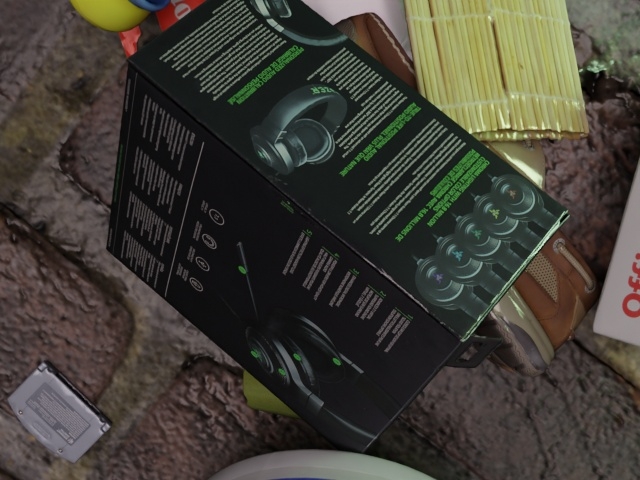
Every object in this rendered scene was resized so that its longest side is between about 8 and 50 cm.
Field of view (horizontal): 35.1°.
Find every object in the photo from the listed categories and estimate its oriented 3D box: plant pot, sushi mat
[{"bbox_3d":[-0.021,0.117,0.852,0.079,0.083,0.083,1,97,16],"label":"plant pot"},{"bbox_3d":[0.116,-0.225,0.756,0.152,0.019,0.316,-3,80,-26],"label":"sushi mat"}]

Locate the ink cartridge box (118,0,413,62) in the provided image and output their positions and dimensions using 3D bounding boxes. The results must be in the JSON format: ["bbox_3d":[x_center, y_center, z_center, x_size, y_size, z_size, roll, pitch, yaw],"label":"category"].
[{"bbox_3d":[-0.054,-0.190,0.825,0.232,0.066,0.189,-18,96,1],"label":"ink cartridge box"}]

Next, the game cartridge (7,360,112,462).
[{"bbox_3d":[-0.232,0.153,0.893,0.056,0.017,0.083,-45,92,3],"label":"game cartridge"}]

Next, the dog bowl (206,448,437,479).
[{"bbox_3d":[0.010,0.285,0.787,0.265,0.104,0.264,6,130,7],"label":"dog bowl"}]

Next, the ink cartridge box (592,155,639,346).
[{"bbox_3d":[0.363,0.010,0.748,0.273,0.114,0.196,17,98,25],"label":"ink cartridge box"}]

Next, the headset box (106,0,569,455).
[{"bbox_3d":[0.000,0.000,0.713,0.283,0.246,0.131,40,59,9],"label":"headset box"}]

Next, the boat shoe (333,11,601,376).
[{"bbox_3d":[0.113,-0.045,0.796,0.116,0.123,0.324,-37,110,-10],"label":"boat shoe"}]

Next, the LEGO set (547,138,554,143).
[{"bbox_3d":[0.178,-0.103,0.841,0.083,0.023,0.054,-33,96,-7],"label":"LEGO set"}]

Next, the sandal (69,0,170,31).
[{"bbox_3d":[-0.117,-0.321,0.759,0.138,0.126,0.317,-2,96,23],"label":"sandal"}]
